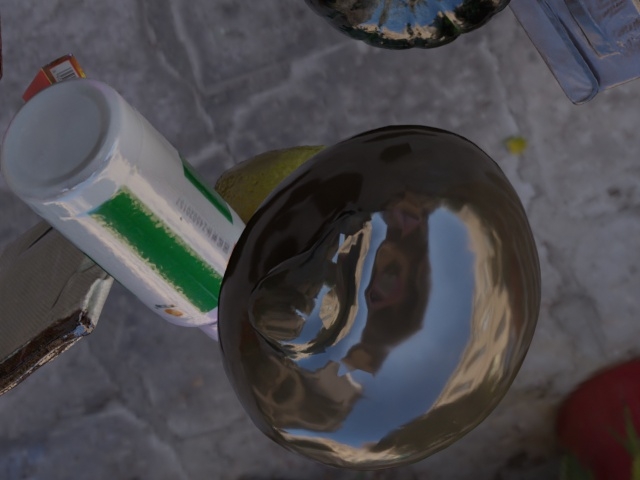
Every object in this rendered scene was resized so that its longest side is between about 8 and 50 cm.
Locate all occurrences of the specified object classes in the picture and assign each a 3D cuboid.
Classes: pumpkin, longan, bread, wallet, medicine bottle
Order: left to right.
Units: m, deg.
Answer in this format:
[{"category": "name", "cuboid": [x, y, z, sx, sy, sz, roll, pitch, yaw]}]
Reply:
[{"category": "wallet", "cuboid": [-0.283, 0.067, 1.440, 0.068, 0.274, 0.335, 37, 131, -24]}, {"category": "medicine bottle", "cuboid": [-0.112, -0.008, 1.012, 0.095, 0.095, 0.260, -28, 143, 10]}, {"category": "bread", "cuboid": [0.000, 0.000, 1.641, 0.270, 0.148, 0.270, 8, 161, 3]}, {"category": "longan", "cuboid": [0.026, 0.029, 0.749, 0.204, 0.159, 0.185, 0, 116, -64]}, {"category": "pumpkin", "cuboid": [0.077, -0.287, 1.321, 0.250, 0.216, 0.249, 2, 119, 3]}]

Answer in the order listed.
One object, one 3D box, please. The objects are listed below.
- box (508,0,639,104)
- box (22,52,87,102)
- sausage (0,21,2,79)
[{"category": "box", "cuboid": [0.328, -0.324, 1.773, 0.153, 0.188, 0.252, -14, 128, 36]}, {"category": "box", "cuboid": [-0.284, -0.126, 1.769, 0.048, 0.175, 0.112, -31, -179, -27]}, {"category": "sausage", "cuboid": [-0.315, -0.238, 1.201, 0.102, 0.102, 0.330, -5, 139, -16]}]
